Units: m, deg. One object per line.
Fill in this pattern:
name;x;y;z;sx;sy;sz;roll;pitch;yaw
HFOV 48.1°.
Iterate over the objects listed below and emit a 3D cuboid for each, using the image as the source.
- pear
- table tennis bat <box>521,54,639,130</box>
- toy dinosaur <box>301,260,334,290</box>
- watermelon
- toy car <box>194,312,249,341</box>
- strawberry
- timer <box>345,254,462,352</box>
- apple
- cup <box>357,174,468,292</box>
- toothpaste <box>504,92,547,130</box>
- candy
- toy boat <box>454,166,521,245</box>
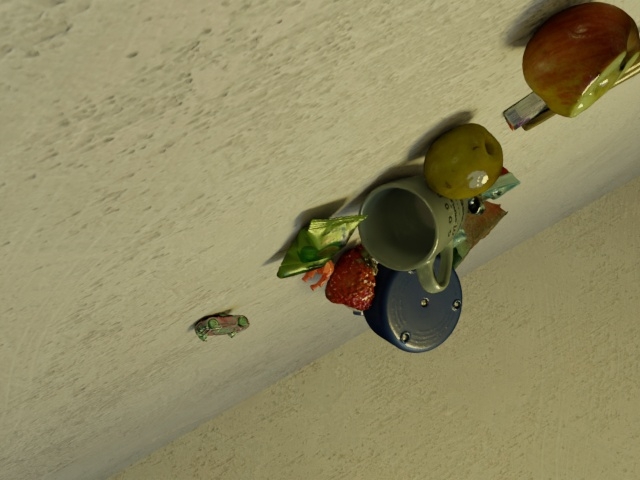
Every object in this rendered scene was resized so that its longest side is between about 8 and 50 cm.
pear;0.285;-0.153;1.435;0.149;0.149;0.162;-16;164;-44
table tennis bat;0.586;-0.331;1.570;0.321;0.050;0.198;-30;180;26
toy dinosaur;0.002;0.079;1.822;0.101;0.055;0.279;-47;177;-13
watermelon;0.409;-0.001;2.251;0.302;0.151;0.264;-43;170;-29
toy car;-0.244;0.208;1.774;0.142;0.055;0.069;1;147;-39
strawberry;0.064;0.111;1.877;0.106;0.175;0.236;-2;136;-23
timer;0.185;0.151;2.033;0.270;0.270;0.383;-24;-165;-25
apple;0.430;-0.304;1.180;0.173;0.160;0.195;-33;176;40
cup;0.231;-0.019;1.568;0.186;0.258;0.234;-18;-177;37
toothpaste;0.481;-0.307;1.522;0.196;0.040;0.047;-34;167;11
candy;0.000;0.000;1.535;0.149;0.069;0.246;-16;165;-30
toy boat;0.380;-0.076;1.908;0.332;0.133;0.145;-37;163;22
